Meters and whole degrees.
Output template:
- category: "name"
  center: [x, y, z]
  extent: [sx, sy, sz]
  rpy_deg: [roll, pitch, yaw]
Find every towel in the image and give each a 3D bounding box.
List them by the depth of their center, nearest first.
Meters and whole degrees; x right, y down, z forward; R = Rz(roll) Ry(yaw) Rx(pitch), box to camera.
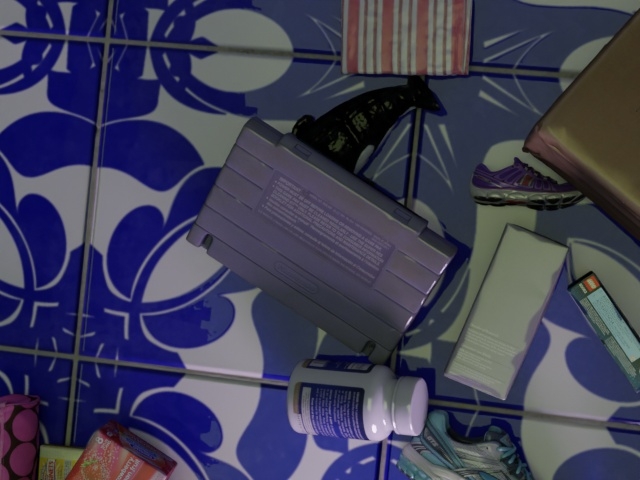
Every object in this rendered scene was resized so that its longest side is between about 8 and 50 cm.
- category: "towel"
  center: [0.127, -0.316, 1.936]
  extent: [0.197, 0.029, 0.144]
  rpy_deg: [2, 87, 14]

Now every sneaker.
- category: "sneaker"
  center: [0.256, 0.337, 1.868]
  extent: [0.283, 0.110, 0.122]
  rpy_deg: [24, 91, 10]
- category: "sneaker"
  center: [0.302, -0.085, 1.884]
  extent: [0.170, 0.068, 0.071]
  rpy_deg: [6, 79, 8]

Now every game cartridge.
- category: "game cartridge"
  center: [0.000, 0.000, 1.898]
  extent: [0.355, 0.068, 0.230]
  rpy_deg: [33, 114, 6]

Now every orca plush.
- category: "orca plush"
  center: [0.042, -0.140, 1.913]
  extent: [0.287, 0.102, 0.151]
  rpy_deg: [-24, 85, 10]

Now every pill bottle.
- category: "pill bottle"
  center: [0.055, 0.233, 1.889]
  extent: [0.187, 0.112, 0.112]
  rpy_deg: [3, 90, 22]

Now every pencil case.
- category: "pencil case"
  center: [-0.483, 0.343, 2.013]
  extent: [0.095, 0.098, 0.209]
  rpy_deg: [0, 88, 29]

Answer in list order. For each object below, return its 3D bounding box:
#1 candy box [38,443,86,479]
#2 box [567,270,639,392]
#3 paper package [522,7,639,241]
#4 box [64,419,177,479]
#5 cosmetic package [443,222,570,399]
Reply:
- category: "candy box"
  center: [-0.391, 0.425, 2.032]
  extent: [0.105, 0.027, 0.206]
  rpy_deg: [4, 90, 10]
- category: "box"
  center: [0.399, 0.118, 1.776]
  extent: [0.044, 0.233, 0.159]
  rpy_deg: [-35, 84, 9]
- category: "paper package"
  center: [0.500, -0.159, 1.771]
  extent: [0.309, 0.168, 0.325]
  rpy_deg: [41, 87, 7]
- category: "box"
  center: [-0.340, 0.413, 1.950]
  extent: [0.128, 0.122, 0.257]
  rpy_deg: [34, 91, 2]
- category: "cosmetic package"
  center: [0.267, 0.098, 1.857]
  extent: [0.107, 0.127, 0.238]
  rpy_deg: [21, 92, 10]
